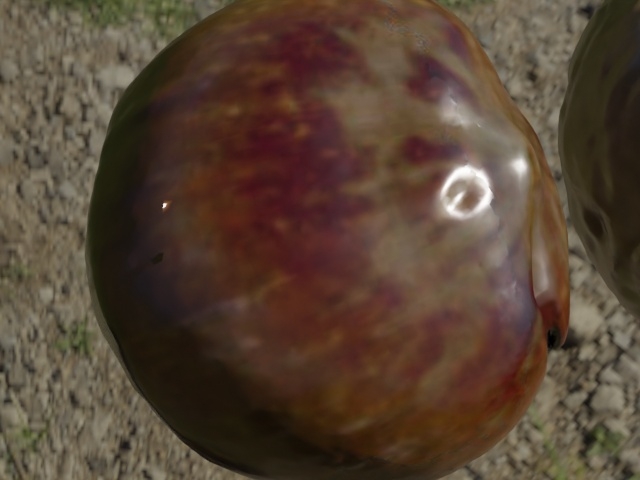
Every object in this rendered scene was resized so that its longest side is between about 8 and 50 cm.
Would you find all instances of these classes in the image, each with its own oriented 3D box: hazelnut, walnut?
[{"bbox_3d":[0.000,0.000,0.710,0.218,0.218,0.233,-21,88,-20],"label":"hazelnut"},{"bbox_3d":[0.246,-0.050,0.807,0.248,0.248,0.248,4,62,-8],"label":"walnut"}]
